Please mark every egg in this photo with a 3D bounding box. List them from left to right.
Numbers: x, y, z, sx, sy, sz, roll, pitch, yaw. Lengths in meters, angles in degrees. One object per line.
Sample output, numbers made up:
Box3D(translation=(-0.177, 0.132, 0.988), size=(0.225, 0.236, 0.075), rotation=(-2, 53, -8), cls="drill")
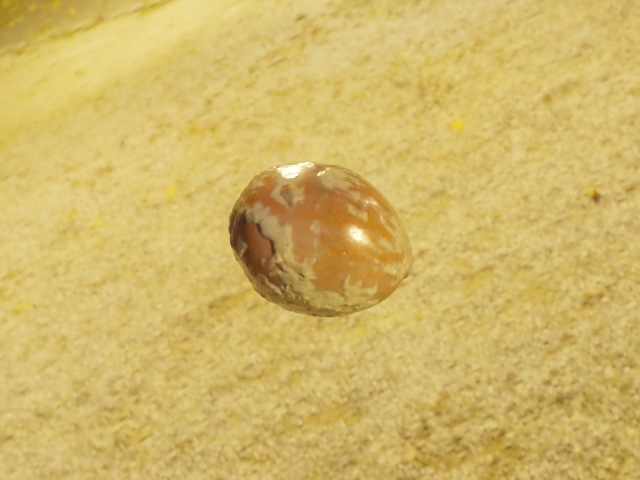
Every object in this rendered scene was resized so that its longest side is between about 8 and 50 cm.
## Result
Box3D(translation=(0.000, 0.000, 1.387), size=(0.233, 0.195, 0.195), rotation=(11, 40, 23), cls="egg")
